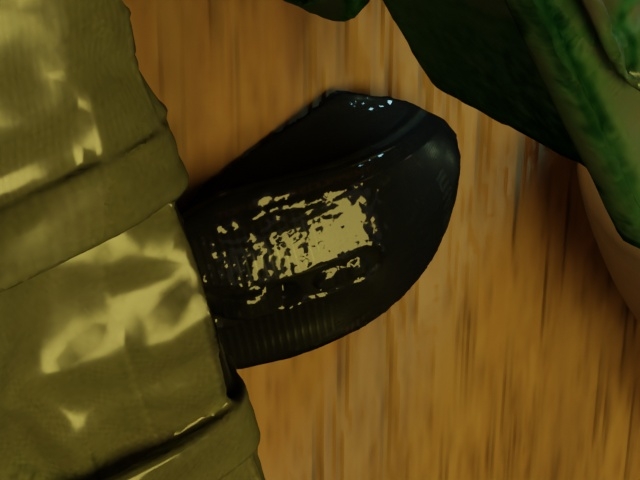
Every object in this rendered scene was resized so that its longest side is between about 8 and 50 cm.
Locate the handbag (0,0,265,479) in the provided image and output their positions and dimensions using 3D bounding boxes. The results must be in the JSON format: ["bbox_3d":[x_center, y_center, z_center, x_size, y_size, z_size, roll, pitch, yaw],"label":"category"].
[{"bbox_3d":[-0.144,0.050,0.445,0.253,0.109,0.316,-25,121,-21],"label":"handbag"}]

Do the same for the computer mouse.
[{"bbox_3d":[0.000,0.000,0.579,0.135,0.047,0.079,-28,126,-23],"label":"computer mouse"}]

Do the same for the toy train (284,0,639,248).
[{"bbox_3d":[0.023,-0.143,0.416,0.145,0.202,0.266,-47,136,-11],"label":"toy train"}]

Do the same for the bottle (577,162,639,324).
[{"bbox_3d":[0.201,0.019,0.691,0.147,0.147,0.236,-45,140,-11],"label":"bottle"}]
